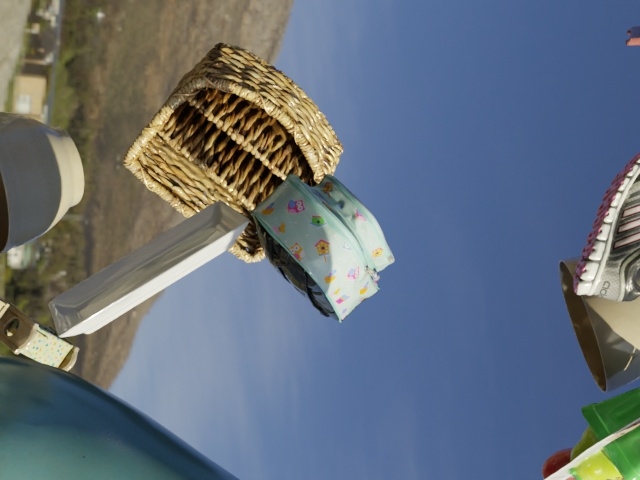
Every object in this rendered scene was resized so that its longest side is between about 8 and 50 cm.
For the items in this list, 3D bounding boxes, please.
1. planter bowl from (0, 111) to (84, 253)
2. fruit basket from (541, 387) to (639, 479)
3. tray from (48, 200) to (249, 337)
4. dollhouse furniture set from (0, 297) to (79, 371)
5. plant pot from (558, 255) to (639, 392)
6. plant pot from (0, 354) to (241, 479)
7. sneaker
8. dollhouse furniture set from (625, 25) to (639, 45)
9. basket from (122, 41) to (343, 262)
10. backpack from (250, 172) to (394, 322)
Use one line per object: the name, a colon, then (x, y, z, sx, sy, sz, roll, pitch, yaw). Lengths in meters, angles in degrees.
planter bowl: (-0.342, -0.075, 1.043, 0.162, 0.109, 0.162, 24, -58, 45)
fruit basket: (0.515, 0.416, 1.647, 0.353, 0.327, 0.165, -48, -124, 21)
tray: (-0.219, 0.039, 1.166, 0.030, 0.270, 0.145, 63, -13, -23)
dollhouse furniture set: (-0.522, 0.194, 1.486, 0.101, 0.182, 0.161, 26, -102, 39)
plant pot: (0.626, 0.149, 1.849, 0.284, 0.190, 0.284, -17, 90, -83)
plant pot: (-0.237, 0.231, 0.694, 0.293, 0.235, 0.293, -40, -162, 15)
sneaker: (0.321, -0.011, 0.926, 0.063, 0.074, 0.170, 79, 35, -79)
dollhouse furniture set: (0.542, -0.383, 1.356, 0.374, 0.152, 0.201, -48, 138, -63)
basket: (-0.129, -0.148, 1.506, 0.213, 0.299, 0.223, -32, -157, 45)
backpack: (0.000, 0.000, 1.163, 0.144, 0.188, 0.166, -43, -117, 2)
